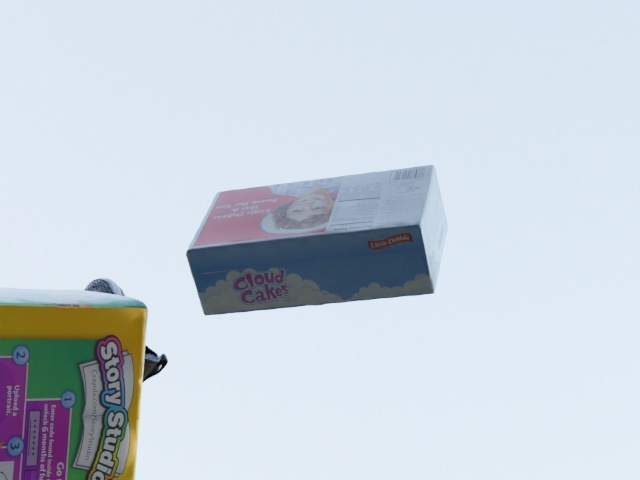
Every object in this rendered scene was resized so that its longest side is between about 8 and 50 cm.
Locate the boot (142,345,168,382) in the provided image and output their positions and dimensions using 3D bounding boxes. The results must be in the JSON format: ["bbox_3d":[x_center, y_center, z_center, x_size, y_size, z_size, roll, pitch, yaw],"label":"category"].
[{"bbox_3d":[-0.353,0.188,1.967,0.263,0.091,0.229,17,-66,-28],"label":"boot"}]

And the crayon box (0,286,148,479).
[{"bbox_3d":[-0.195,0.166,0.877,0.165,0.279,0.081,4,0,-45],"label":"crayon box"}]

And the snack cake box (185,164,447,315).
[{"bbox_3d":[0.000,0.000,1.716,0.264,0.152,0.089,-6,-62,14],"label":"snack cake box"}]

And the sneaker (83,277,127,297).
[{"bbox_3d":[-0.272,0.104,1.677,0.084,0.215,0.083,-33,-67,31],"label":"sneaker"}]
